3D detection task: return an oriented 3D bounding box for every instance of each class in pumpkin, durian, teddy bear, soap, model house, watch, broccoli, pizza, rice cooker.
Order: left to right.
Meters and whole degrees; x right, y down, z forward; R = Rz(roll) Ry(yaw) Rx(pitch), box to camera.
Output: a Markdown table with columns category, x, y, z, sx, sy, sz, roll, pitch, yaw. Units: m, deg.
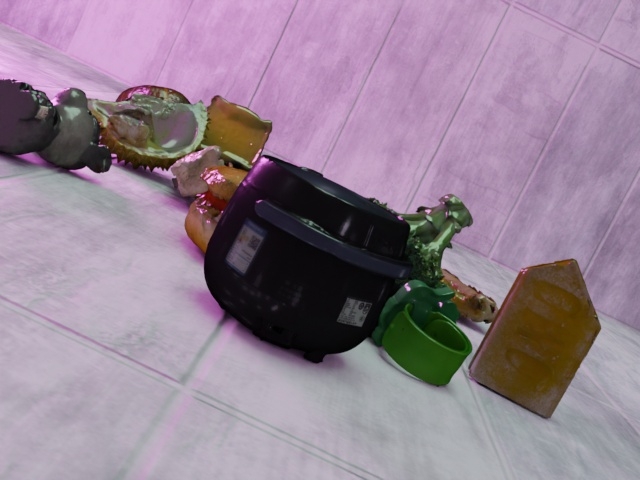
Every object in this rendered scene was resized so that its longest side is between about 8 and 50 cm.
| category | x | y | z | sx | sy | sz | roll | pitch | yaw |
| --- | --- | --- | --- | --- | --- | --- | --- | --- | --- |
| teddy bear | -0.483 | -0.208 | 1.584 | 0.171 | 0.144 | 0.251 | 14 | 0 | 24 |
| durian | -0.382 | -0.236 | 1.965 | 0.306 | 0.167 | 0.172 | 5 | 14 | -28 |
| pumpkin | -0.431 | -0.318 | 2.382 | 0.218 | 0.162 | 0.219 | 8 | -8 | 1 |
| model house | -0.255 | -0.273 | 2.541 | 0.193 | 0.175 | 0.234 | 24 | -10 | -5 |
| rice cooker | -0.019 | 0.026 | 1.234 | 0.267 | 0.224 | 0.267 | 26 | 6 | -3 |
| broccoli | 0.165 | 0.012 | 1.742 | 0.270 | 0.270 | 0.270 | 51 | -5 | 6 |
| pizza | 0.227 | 0.059 | 2.202 | 0.435 | 0.080 | 0.392 | 34 | 3 | 5 |
| watch | 0.178 | 0.152 | 1.425 | 0.165 | 0.131 | 0.152 | 21 | 20 | -36 |
| soap | 0.378 | 0.150 | 1.533 | 0.160 | 0.258 | 0.080 | 27 | 9 | 8 |

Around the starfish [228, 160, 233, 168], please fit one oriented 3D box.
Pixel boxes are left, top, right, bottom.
| category | x | y | z | sx | sy | sz | roll | pitch | yaw |
| --- | --- | --- | --- | --- | --- | --- | --- | --- | --- |
| starfish | -0.193 | -0.139 | 2.311 | 0.138 | 0.050 | 0.247 | 28 | 12 | -6 |

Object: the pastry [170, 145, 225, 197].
| category | x | y | z | sx | sy | sz | roll | pitch | yaw |
| --- | --- | --- | --- | --- | --- | --- | --- | --- | --- |
| pastry | -0.243 | -0.136 | 1.856 | 0.089 | 0.121 | 0.258 | 62 | -8 | -6 |

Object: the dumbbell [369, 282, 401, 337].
| category | x | y | z | sx | sy | sz | roll | pitch | yaw |
| --- | --- | --- | --- | --- | --- | --- | --- | --- | --- |
| dumbbell | 0.054 | 0.081 | 1.536 | 0.100 | 0.100 | 0.191 | 19 | 11 | -41 |

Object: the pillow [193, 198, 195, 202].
| category | x | y | z | sx | sy | sz | roll | pitch | yaw |
| --- | --- | --- | --- | --- | --- | --- | --- | --- | --- |
| pillow | -0.169 | -0.053 | 1.886 | 0.126 | 0.043 | 0.232 | 25 | 10 | 17 |

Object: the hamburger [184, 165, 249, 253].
| category | x | y | z | sx | sy | sz | roll | pitch | yaw |
| --- | --- | --- | --- | --- | --- | --- | --- | --- | --- |
| hamburger | -0.111 | -0.027 | 1.519 | 0.244 | 0.163 | 0.244 | 18 | 6 | -2 |
